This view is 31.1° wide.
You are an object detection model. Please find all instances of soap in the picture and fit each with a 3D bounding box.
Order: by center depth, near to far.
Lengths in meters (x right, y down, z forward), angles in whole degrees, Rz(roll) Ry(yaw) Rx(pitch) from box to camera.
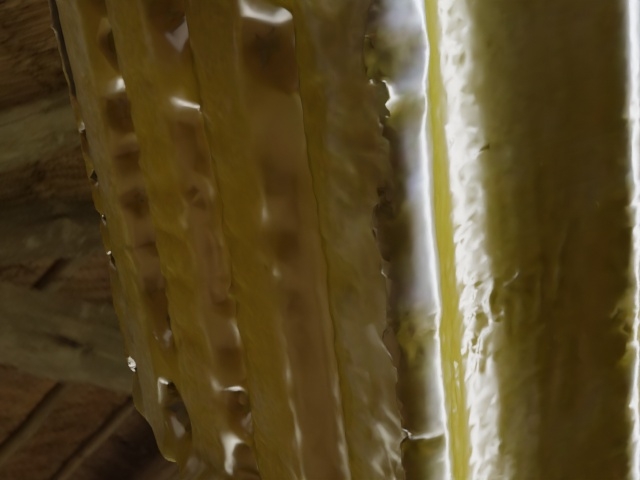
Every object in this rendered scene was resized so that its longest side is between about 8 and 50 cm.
[{"bbox_3d":[0.000,0.000,0.525,0.156,0.293,0.335,-20,-63,-24],"label":"soap"}]
